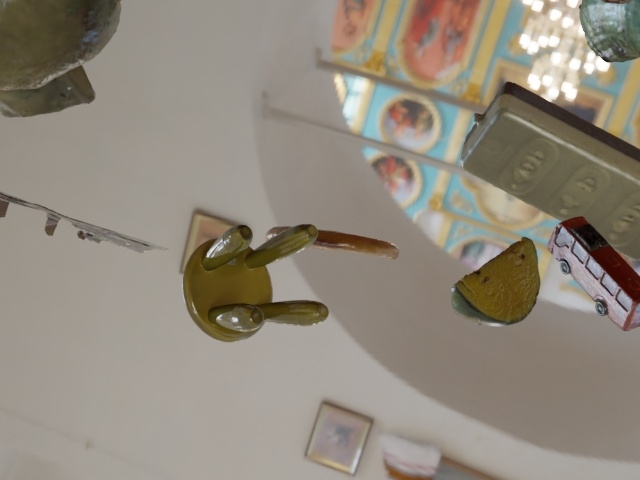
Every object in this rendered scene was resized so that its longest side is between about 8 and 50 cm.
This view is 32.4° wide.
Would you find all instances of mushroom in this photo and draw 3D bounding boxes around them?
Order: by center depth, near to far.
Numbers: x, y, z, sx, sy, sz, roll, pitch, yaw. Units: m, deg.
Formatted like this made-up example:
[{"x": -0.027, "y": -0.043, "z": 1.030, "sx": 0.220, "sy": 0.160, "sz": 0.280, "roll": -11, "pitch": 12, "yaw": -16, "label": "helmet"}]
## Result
[{"x": -0.308, "y": -0.229, "z": 0.959, "sx": 0.217, "sy": 0.292, "sz": 0.212, "roll": -24, "pitch": -146, "yaw": -37, "label": "mushroom"}]

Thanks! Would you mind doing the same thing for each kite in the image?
[{"x": -0.166, "y": -0.016, "z": 0.662, "sx": 0.127, "sy": 0.016, "sz": 0.229, "roll": 24, "pitch": 172, "yaw": -17, "label": "kite"}]

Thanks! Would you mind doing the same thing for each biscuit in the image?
[{"x": 0.000, "y": -0.001, "z": 1.729, "sx": 0.224, "sy": 0.033, "sz": 0.144, "roll": 5, "pitch": 175, "yaw": 36, "label": "biscuit"}]

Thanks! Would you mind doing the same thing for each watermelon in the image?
[{"x": 0.255, "y": 0.075, "z": 1.517, "sx": 0.075, "sy": 0.092, "sz": 0.181, "roll": 25, "pitch": -145, "yaw": 34, "label": "watermelon"}]

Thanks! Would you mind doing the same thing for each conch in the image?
[{"x": 0.351, "y": -0.227, "z": 1.035, "sx": 0.188, "sy": 0.122, "sz": 0.176, "roll": -4, "pitch": -147, "yaw": -3, "label": "conch"}]

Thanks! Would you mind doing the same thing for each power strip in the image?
[{"x": 0.280, "y": -0.077, "z": 1.231, "sx": 0.256, "sy": 0.105, "sz": 0.070, "roll": 28, "pitch": -137, "yaw": -5, "label": "power strip"}]

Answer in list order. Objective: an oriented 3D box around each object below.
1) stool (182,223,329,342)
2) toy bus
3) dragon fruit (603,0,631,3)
[{"x": -0.066, "y": 0.042, "z": 1.110, "sx": 0.135, "sy": 0.110, "sz": 0.134, "roll": 46, "pitch": -124, "yaw": -20, "label": "stool"}, {"x": 0.228, "y": 0.025, "z": 0.896, "sx": 0.031, "sy": 0.043, "sz": 0.110, "roll": -17, "pitch": -133, "yaw": -21, "label": "toy bus"}, {"x": 0.253, "y": -0.292, "z": 0.796, "sx": 0.250, "sy": 0.250, "sz": 0.315, "roll": 40, "pitch": -176, "yaw": 39, "label": "dragon fruit"}]
